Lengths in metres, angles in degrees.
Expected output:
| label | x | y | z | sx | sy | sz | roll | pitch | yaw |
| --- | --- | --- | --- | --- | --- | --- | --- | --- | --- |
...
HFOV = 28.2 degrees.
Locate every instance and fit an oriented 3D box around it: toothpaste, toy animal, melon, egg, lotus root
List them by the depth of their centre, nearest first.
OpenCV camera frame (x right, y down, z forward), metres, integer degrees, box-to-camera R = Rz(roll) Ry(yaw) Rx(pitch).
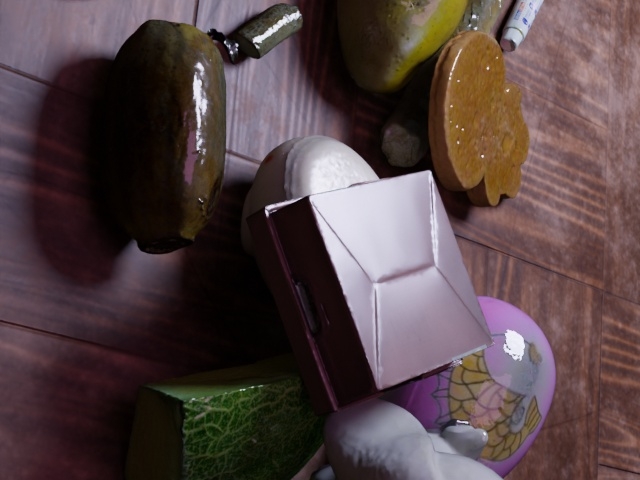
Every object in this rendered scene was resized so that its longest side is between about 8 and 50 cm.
| label | x | y | z | sx | sy | sz | roll | pitch | yaw |
| --- | --- | --- | --- | --- | --- | --- | --- | --- | --- |
| toy animal | 0.122 | 0.272 | 1.246 | 0.249 | 0.289 | 0.174 | 29 | 94 | -29 |
| lotus root | -0.157 | -0.109 | 1.289 | 0.123 | 0.124 | 0.241 | 24 | 62 | -53 |
| melon | -0.055 | 0.179 | 1.305 | 0.124 | 0.196 | 0.323 | 40 | 37 | 28 |
| egg | 0.159 | 0.191 | 1.466 | 0.196 | 0.196 | 0.271 | 36 | 73 | -31 |
| toothpaste | 0.302 | -0.346 | 1.815 | 0.052 | 0.033 | 0.218 | 50 | 50 | -27 |

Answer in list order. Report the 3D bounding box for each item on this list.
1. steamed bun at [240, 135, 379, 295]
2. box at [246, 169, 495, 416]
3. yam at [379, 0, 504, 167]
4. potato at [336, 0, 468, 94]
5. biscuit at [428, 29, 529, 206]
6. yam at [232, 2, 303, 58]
| label | x | y | z | sx | sy | sz | roll | pitch | yaw |
| --- | --- | --- | --- | --- | --- | --- | --- | --- | --- |
| steamed bun | 0.000 | 0.000 | 1.401 | 0.177 | 0.131 | 0.228 | -24 | 88 | -46 |
| box | 0.056 | 0.043 | 1.278 | 0.215 | 0.086 | 0.215 | -13 | 82 | -48 |
| yam | 0.159 | -0.220 | 1.634 | 0.071 | 0.067 | 0.317 | 23 | 57 | 10 |
| potato | 0.090 | -0.272 | 1.542 | 0.157 | 0.157 | 0.194 | 15 | 96 | -39 |
| biscuit | 0.201 | -0.148 | 1.614 | 0.289 | 0.044 | 0.202 | 33 | 68 | -60 |
| yam | -0.061 | -0.240 | 1.460 | 0.094 | 0.043 | 0.043 | -44 | 110 | -37 |
